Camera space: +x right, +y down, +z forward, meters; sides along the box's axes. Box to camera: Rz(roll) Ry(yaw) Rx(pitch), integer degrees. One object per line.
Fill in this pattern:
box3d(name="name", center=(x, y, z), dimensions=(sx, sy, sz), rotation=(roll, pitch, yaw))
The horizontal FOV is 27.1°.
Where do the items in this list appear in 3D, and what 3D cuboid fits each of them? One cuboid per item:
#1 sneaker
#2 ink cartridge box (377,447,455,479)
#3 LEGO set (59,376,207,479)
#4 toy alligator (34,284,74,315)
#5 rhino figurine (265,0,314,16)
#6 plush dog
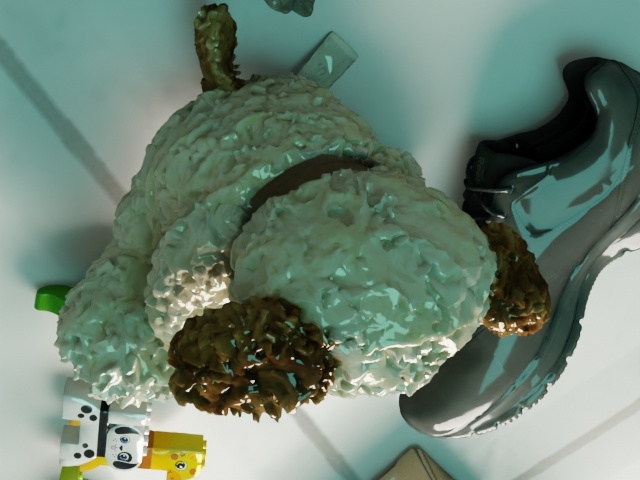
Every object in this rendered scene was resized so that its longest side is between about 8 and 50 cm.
box3d(name="sneaker", center=(0.131, 0.002, 0.882), dimensions=(0.130, 0.109, 0.286), rotation=(32, 98, -27))
box3d(name="ink cartridge box", center=(0.055, 0.303, 1.049), dimensions=(0.235, 0.088, 0.193), rotation=(-41, 127, 9))
box3d(name="LEGO set", center=(-0.126, 0.173, 0.894), dimensions=(0.093, 0.087, 0.227), rotation=(6, 121, -6))
box3d(name="toy alligator", center=(-0.085, 0.050, 0.852), dimensions=(0.190, 0.051, 0.056), rotation=(4, 121, -22))
box3d(name="rhino figurine", center=(-0.051, -0.217, 0.678), dimensions=(0.106, 0.073, 0.243), rotation=(-43, 125, 15))
box3d(name="plush dog", center=(0.000, 0.000, 0.718), dimensions=(0.262, 0.225, 0.210), rotation=(-18, 125, -27))
